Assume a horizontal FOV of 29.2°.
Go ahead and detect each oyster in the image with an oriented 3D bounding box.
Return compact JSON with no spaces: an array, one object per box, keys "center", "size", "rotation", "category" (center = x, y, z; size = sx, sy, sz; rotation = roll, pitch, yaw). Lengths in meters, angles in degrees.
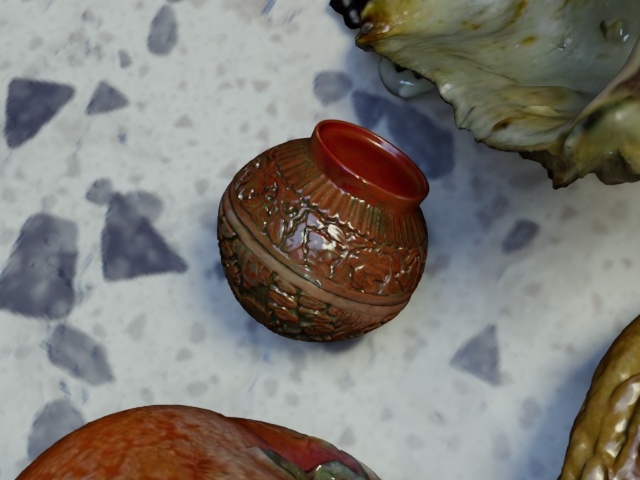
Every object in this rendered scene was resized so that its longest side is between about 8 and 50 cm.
[{"center":[0.129,-0.138,0.509],"size":[0.096,0.361,0.221],"rotation":[21,105,-24],"category":"oyster"}]

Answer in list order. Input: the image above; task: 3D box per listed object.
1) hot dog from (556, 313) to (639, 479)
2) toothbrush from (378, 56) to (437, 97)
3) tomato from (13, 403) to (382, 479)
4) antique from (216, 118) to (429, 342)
[{"center":[0.176,0.118,0.502],"size":[0.161,0.099,0.226],"rotation":[12,78,14],"category":"hot dog"},{"center":[0.222,-0.166,0.609],"size":[0.418,0.040,0.042],"rotation":[-23,62,2],"category":"toothbrush"},{"center":[-0.037,0.173,0.459],"size":[0.232,0.232,0.188],"rotation":[35,95,17],"category":"tomato"},{"center":[0.000,0.000,0.566],"size":[0.104,0.104,0.104],"rotation":[-3,73,9],"category":"antique"}]
